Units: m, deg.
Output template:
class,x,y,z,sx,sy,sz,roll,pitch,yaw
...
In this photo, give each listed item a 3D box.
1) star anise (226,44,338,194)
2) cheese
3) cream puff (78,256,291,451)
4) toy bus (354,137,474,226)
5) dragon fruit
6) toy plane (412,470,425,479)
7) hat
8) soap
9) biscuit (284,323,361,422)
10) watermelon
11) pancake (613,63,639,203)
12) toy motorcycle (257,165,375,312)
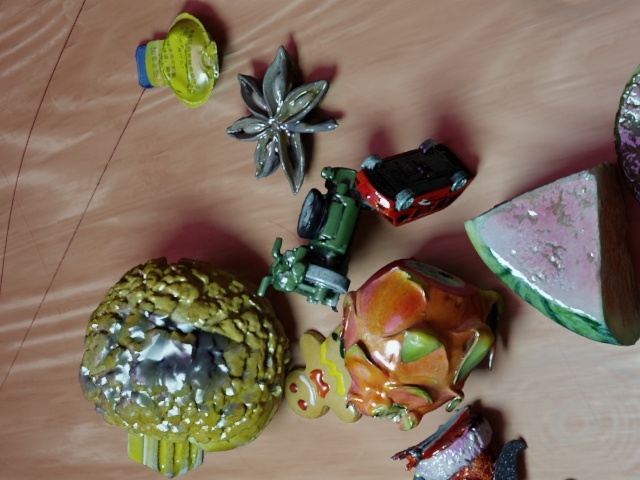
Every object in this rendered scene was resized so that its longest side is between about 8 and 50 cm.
class,x,y,z,sx,sy,sz,roll,pitch,yaw
star anise,-0.065,-0.193,1.721,0.197,0.073,0.212,43,123,19
cheese,-0.239,-0.298,1.849,0.250,0.064,0.156,7,105,49
cream puff,-0.215,0.192,1.776,0.343,0.327,0.231,57,175,1
toy bus,0.119,-0.072,1.513,0.081,0.195,0.089,48,130,20
dragon fruit,0.131,0.142,1.554,0.224,0.224,0.227,24,111,34
toy plane,0.158,0.510,1.698,0.204,0.103,0.316,-2,98,8
hat,0.227,0.355,1.592,0.227,0.140,0.129,53,140,1
soap,-0.274,0.314,1.986,0.073,0.140,0.232,21,114,39
biscuit,0.021,0.214,1.779,0.250,0.036,0.165,-38,75,40
watermelon,0.325,0.004,1.389,0.262,0.213,0.201,44,109,17
pancake,0.463,-0.134,1.311,0.254,0.037,0.253,11,108,37
toy motorcycle,0.000,0.000,1.641,0.127,0.275,0.205,18,84,-4
